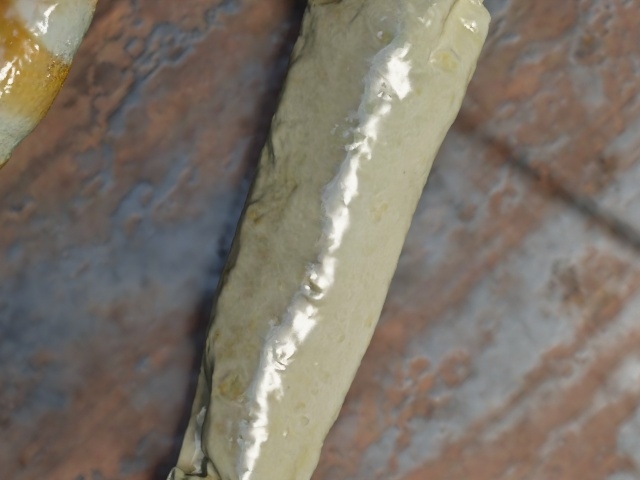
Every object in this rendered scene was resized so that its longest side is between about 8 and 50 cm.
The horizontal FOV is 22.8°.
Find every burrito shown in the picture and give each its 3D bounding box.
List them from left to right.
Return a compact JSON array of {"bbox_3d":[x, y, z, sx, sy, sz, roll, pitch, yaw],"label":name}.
[{"bbox_3d":[0.000,0.000,0.693,0.082,0.059,0.275,17,88,19],"label":"burrito"}]

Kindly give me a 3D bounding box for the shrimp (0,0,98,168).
[{"bbox_3d":[-0.195,-0.137,0.739,0.185,0.068,0.287,-17,80,8],"label":"shrimp"}]
